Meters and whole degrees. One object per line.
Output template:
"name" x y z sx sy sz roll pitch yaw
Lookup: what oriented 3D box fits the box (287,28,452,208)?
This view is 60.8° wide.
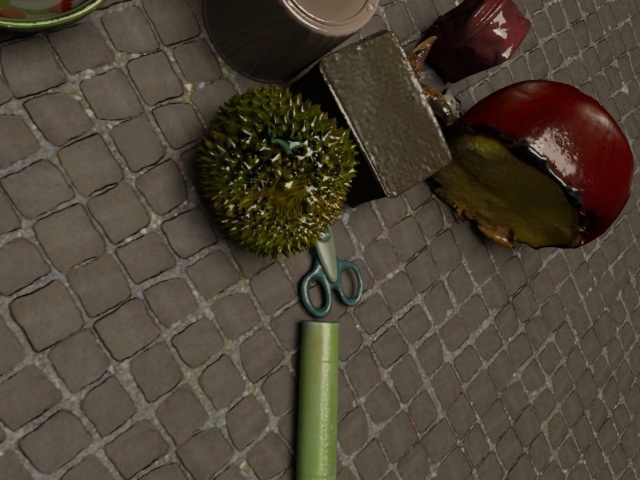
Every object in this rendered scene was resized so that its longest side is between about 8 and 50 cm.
"box" 0.093 -0.221 1.021 0.184 0.143 0.273 -33 101 -24

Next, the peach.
"peach" 0.443 -0.154 1.164 0.417 0.339 0.353 0 85 -36

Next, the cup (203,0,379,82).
"cup" -0.070 -0.424 0.898 0.208 0.273 0.288 -40 109 -22

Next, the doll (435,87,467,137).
"doll" 0.262 -0.259 1.215 0.091 0.067 0.219 47 62 -13

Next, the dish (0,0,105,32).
"dish" -0.437 -0.434 0.760 0.324 0.124 0.324 1 87 -25

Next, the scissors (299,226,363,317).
"scissors" 0.000 0.000 1.041 0.138 0.041 0.289 -16 95 -25

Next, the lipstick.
"lipstick" -0.003 0.300 0.995 0.076 0.076 0.304 7 82 -32

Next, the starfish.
"starfish" 0.190 -0.325 1.155 0.238 0.071 0.216 44 74 -6

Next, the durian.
"durian" -0.067 -0.121 0.894 0.291 0.224 0.291 3 79 -14

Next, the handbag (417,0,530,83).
"handbag" 0.325 -0.444 1.177 0.135 0.225 0.146 41 79 -19
